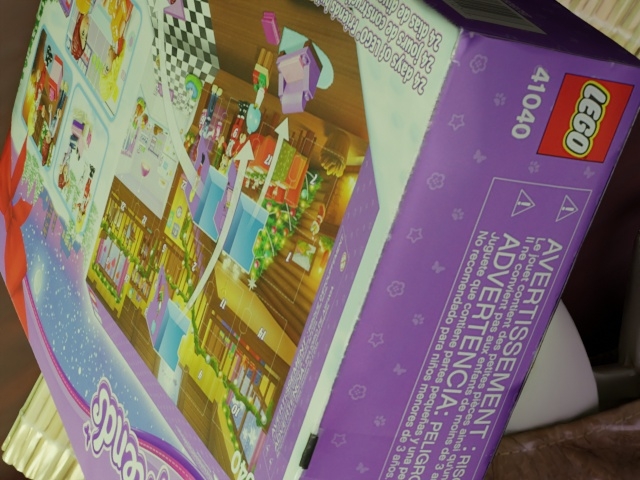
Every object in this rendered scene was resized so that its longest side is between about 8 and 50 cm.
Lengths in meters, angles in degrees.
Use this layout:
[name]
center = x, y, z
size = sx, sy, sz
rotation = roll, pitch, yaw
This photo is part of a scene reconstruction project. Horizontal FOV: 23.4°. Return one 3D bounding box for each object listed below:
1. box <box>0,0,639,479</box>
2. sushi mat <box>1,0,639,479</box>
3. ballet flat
[box]
center = -0.031, -0.022, 0.481
size = 0.057, 0.293, 0.201
rotation = 7, 115, -28
[sushi mat]
center = 0.000, 0.000, 0.639
size = 0.151, 0.019, 0.316
rotation = 28, 107, -8
[ballet flat]
center = 0.148, 0.058, 0.701
size = 0.342, 0.116, 0.124
rotation = -19, 101, -7
